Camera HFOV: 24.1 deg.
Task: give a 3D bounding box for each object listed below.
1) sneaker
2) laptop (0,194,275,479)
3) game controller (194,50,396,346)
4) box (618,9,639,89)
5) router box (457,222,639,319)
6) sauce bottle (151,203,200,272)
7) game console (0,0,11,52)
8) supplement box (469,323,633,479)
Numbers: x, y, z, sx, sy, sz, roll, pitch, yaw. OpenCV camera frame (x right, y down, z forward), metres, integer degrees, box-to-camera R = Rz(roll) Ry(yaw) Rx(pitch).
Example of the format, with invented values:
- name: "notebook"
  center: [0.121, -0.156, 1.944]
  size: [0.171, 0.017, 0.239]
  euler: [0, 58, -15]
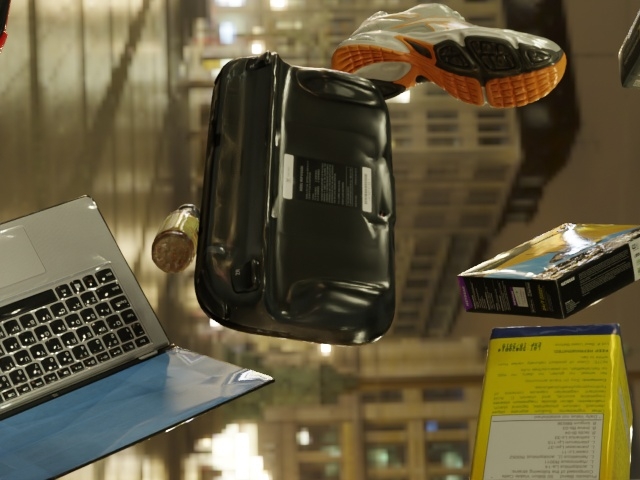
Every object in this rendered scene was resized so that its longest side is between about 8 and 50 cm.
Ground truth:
- name: "sneaker"
  center: [0.148, -0.221, 1.664]
  size: [0.121, 0.263, 0.099]
  euler: [-63, 150, -41]
- name: "laptop"
  center: [-0.344, 0.115, 1.914]
  size: [0.408, 0.382, 0.236]
  euler: [60, -34, 14]
- name: "game controller"
  center: [-0.017, -0.042, 1.285]
  size: [0.067, 0.167, 0.319]
  euler: [119, -20, -43]
- name: "box"
  center: [0.488, -0.240, 1.752]
  size: [0.183, 0.233, 0.059]
  euler: [104, -12, -62]
- name: "router box"
  center: [0.249, 0.029, 1.528]
  size: [0.133, 0.179, 0.046]
  euler: [1, -72, 49]
- name: "sauce bottle"
  center: [-0.130, -0.006, 1.393]
  size: [0.128, 0.042, 0.042]
  euler: [-80, 171, -71]
- name: "game console"
  center: [-0.524, -0.381, 1.696]
  size: [0.060, 0.387, 0.341]
  euler: [-28, -127, 56]
- name: "supplement box"
  center: [0.332, 0.312, 2.129]
  size: [0.356, 0.194, 0.195]
  euler: [-74, 155, -44]
